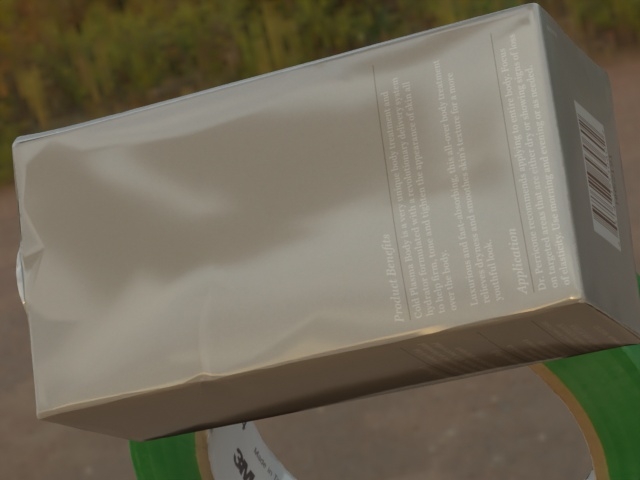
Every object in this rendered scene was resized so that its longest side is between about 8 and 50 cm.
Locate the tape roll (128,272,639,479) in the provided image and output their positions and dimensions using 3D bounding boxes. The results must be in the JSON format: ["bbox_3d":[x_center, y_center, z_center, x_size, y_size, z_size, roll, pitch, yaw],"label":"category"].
[{"bbox_3d":[0.052,0.111,1.085,0.321,0.321,0.077,-9,30,20],"label":"tape roll"}]

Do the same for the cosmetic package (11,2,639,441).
[{"bbox_3d":[0.000,0.000,0.772,0.238,0.127,0.107,-12,-17,22],"label":"cosmetic package"}]
